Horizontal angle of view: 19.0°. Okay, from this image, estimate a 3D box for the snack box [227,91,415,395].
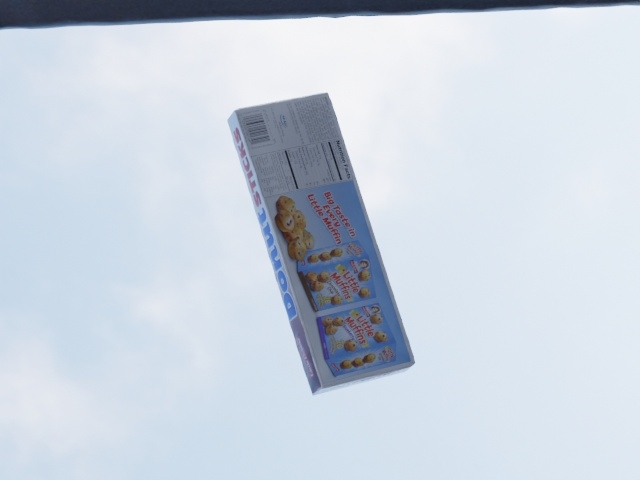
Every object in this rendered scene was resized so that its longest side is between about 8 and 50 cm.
[{"bbox_3d":[0.000,0.000,1.149,0.064,0.022,0.178,-12,-103,-23],"label":"snack box"}]

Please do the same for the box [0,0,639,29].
[{"bbox_3d":[-0.029,-0.257,0.746,0.212,0.395,0.293,-60,-35,-57],"label":"box"}]
